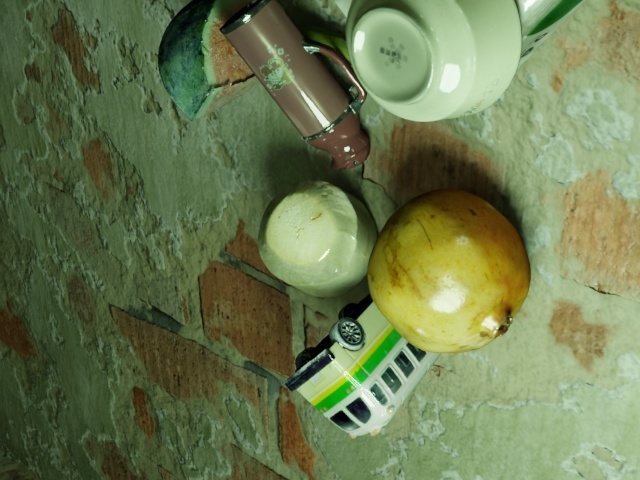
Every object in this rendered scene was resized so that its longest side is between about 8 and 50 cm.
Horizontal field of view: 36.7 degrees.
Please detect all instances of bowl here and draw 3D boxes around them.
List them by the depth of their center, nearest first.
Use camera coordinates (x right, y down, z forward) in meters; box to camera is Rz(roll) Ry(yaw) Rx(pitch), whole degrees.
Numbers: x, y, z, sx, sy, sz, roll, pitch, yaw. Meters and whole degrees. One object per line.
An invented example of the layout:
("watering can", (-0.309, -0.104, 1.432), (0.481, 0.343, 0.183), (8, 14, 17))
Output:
("bowl", (0.125, -0.251, 1.227), (0.238, 0.126, 0.237), (22, 129, 31))

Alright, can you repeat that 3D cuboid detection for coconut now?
("coconut", (0.000, 0.000, 1.738), (0.202, 0.222, 0.202), (-3, 79, 17))

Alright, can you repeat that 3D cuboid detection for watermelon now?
("watermelon", (-0.152, -0.343, 1.695), (0.226, 0.318, 0.148), (25, 137, -19))

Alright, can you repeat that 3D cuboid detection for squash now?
("squash", (0.020, -0.331, 1.645), (0.183, 0.052, 0.052), (26, 127, 37))

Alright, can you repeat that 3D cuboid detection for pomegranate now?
("pomegranate", (0.200, 0.057, 1.506), (0.264, 0.264, 0.264), (24, 126, 37))

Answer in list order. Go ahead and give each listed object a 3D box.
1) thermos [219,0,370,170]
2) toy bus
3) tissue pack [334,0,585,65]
("thermos", (-0.016, -0.267, 1.641), (0.330, 0.136, 0.109), (51, -179, -18))
("toy bus", (0.102, 0.182, 1.644), (0.179, 0.305, 0.143), (46, 135, 1))
("tissue pack", (0.217, -0.377, 1.301), (0.266, 0.194, 0.356), (52, 138, 7))
